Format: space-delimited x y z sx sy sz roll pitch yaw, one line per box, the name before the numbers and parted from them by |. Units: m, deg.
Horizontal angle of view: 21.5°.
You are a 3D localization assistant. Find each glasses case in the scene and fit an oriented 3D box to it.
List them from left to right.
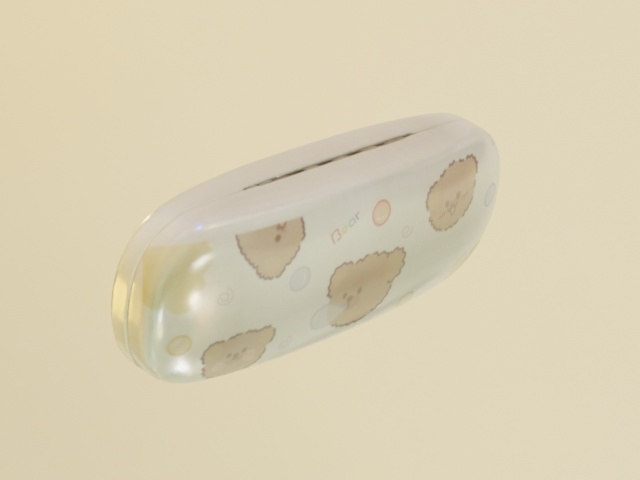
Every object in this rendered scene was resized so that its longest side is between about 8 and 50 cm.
glasses case | 0.000 0.000 0.562 0.041 0.164 0.063 34 -52 35
